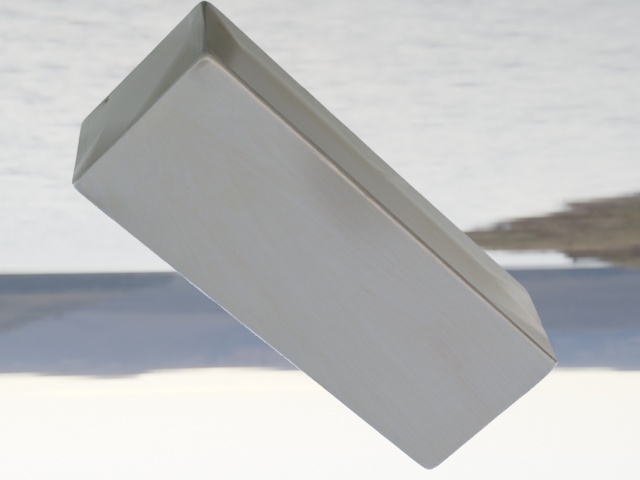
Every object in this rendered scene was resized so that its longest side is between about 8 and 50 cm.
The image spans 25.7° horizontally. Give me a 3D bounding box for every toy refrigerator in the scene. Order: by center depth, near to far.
[{"bbox_3d":[0.000,0.000,0.778,0.269,0.102,0.094,40,-162,-22],"label":"toy refrigerator"}]
